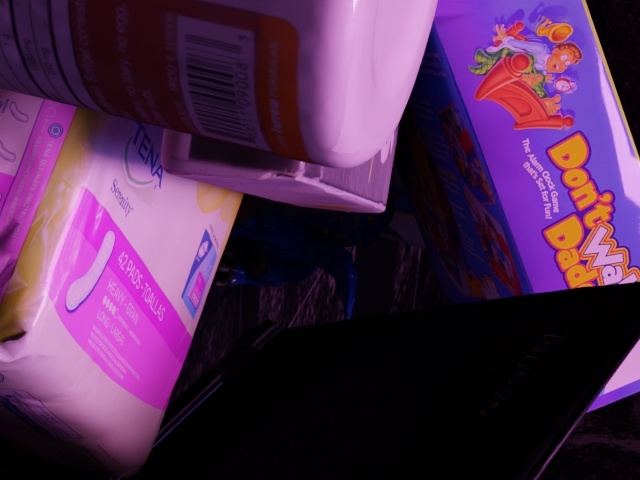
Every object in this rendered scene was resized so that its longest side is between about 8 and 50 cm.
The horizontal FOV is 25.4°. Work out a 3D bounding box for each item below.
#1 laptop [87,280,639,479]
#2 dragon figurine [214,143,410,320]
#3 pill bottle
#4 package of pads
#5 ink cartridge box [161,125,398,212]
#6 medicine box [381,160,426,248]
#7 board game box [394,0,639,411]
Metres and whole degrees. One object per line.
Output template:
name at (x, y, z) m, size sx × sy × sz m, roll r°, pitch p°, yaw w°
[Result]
laptop at (-0.044, 0.224, 0.698) m, size 0.382 × 0.236 × 0.408 m, roll -41°, pitch 146°, yaw -43°
dragon figurine at (0.000, 0.000, 1.012) m, size 0.289 × 0.144 × 0.085 m, roll 78°, pitch 30°, yaw -61°
pill bottle at (-0.074, -0.104, 0.455) m, size 0.121 × 0.216 × 0.121 m, roll 15°, pitch 90°, yaw -77°
package of pads at (-0.098, -0.061, 0.651) m, size 0.229 × 0.101 × 0.297 m, roll 72°, pitch 34°, yaw -68°
ink cartridge box at (0.015, -0.167, 0.656) m, size 0.307 × 0.072 × 0.304 m, roll 5°, pitch 92°, yaw -78°
medicine box at (0.091, -0.151, 1.220) m, size 0.263 × 0.149 × 0.289 m, roll 30°, pitch 74°, yaw -76°
board game box at (0.107, -0.053, 0.888) m, size 0.347 × 0.078 × 0.233 m, roll -127°, pitch -165°, yaw -79°
